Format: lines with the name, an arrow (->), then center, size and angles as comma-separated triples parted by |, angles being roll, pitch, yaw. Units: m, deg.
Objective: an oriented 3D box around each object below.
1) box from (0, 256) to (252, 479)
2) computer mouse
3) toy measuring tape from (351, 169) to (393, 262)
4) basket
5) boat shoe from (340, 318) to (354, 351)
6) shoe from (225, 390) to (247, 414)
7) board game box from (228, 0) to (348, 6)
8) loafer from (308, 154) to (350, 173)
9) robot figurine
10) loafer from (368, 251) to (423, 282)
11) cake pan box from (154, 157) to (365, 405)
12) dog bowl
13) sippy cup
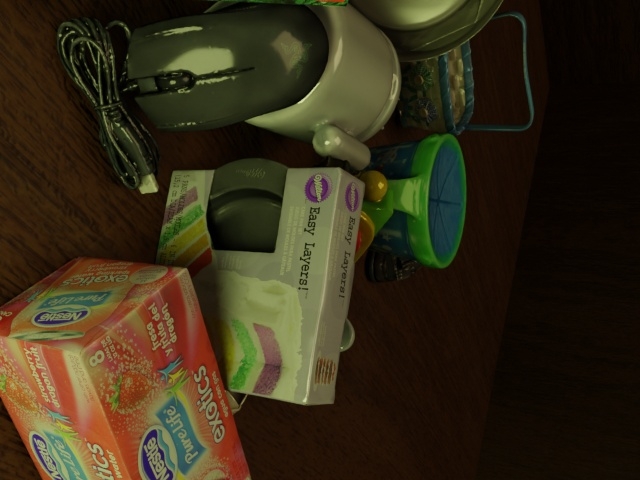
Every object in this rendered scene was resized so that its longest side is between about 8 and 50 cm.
box -> -0.196, 0.180, 0.625 | 0.142, 0.154, 0.299 | -46, 133, -50
computer mouse -> -0.112, -0.167, 0.641 | 0.072, 0.272, 0.188 | -125, -164, -62
toy measuring tape -> 0.000, 0.000, 0.937 | 0.121, 0.121, 0.330 | -57, -178, -42
basket -> 0.309, -0.350, 1.346 | 0.201, 0.289, 0.254 | -57, 138, -50
boat shoe -> -0.017, 0.114, 0.918 | 0.065, 0.183, 0.083 | -62, 151, -6
shoe -> -0.129, 0.189, 0.843 | 0.219, 0.058, 0.076 | -61, 143, -38
board game box -> -0.112, -0.275, 0.621 | 0.260, 0.136, 0.030 | -8, 133, -27
loafer -> -0.050, -0.055, 0.820 | 0.078, 0.220, 0.080 | 36, 48, -25
robot figurine -> -0.012, -0.240, 0.862 | 0.353, 0.200, 0.299 | 5, 65, -61
loafer -> 0.206, 0.022, 1.406 | 0.302, 0.095, 0.109 | -26, 116, -58
cake pan box -> -0.084, 0.040, 0.715 | 0.070, 0.246, 0.266 | 27, 71, -60
dog bowl -> 0.146, -0.473, 1.001 | 0.102, 0.349, 0.348 | -50, 137, -65
sippy cup -> 0.122, -0.073, 1.105 | 0.305, 0.224, 0.240 | 58, 45, -47
